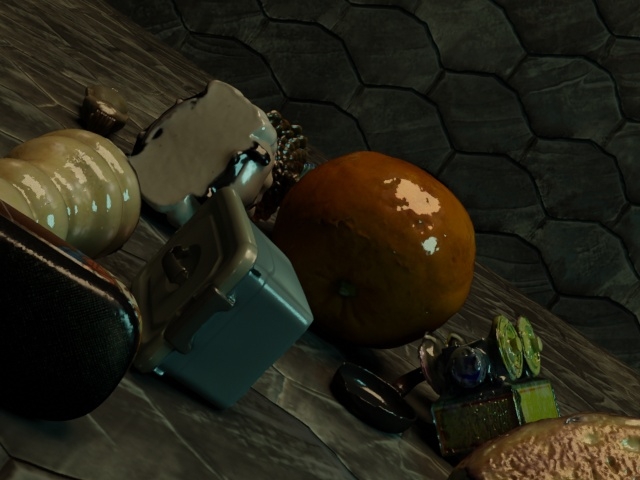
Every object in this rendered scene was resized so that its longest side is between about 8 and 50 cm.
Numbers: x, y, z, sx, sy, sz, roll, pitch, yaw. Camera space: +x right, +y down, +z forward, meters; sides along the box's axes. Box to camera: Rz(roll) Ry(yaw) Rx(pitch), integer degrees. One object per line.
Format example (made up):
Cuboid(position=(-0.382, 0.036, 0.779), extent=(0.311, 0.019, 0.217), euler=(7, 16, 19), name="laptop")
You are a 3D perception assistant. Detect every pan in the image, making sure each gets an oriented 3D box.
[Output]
Cuboid(position=(0.086, 0.191, 1.345), extent=(0.115, 0.040, 0.212), euler=(38, 18, 20), name="pan")

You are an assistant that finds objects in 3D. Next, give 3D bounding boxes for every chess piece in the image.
Cuboid(position=(-0.275, -0.026, 0.985), extent=(0.143, 0.143, 0.261), euler=(36, 15, 3), name="chess piece")

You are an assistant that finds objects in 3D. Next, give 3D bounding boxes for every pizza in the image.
Cuboid(position=(0.297, 0.273, 1.214), extent=(0.305, 0.085, 0.161), euler=(-3, 47, -2), name="pizza")

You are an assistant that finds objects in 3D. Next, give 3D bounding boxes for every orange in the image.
Cuboid(position=(0.075, 0.012, 1.459), extent=(0.284, 0.284, 0.226), euler=(35, 46, 0), name="orange")

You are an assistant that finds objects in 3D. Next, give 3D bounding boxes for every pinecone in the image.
Cuboid(position=(-0.121, -0.117, 1.705), extent=(0.212, 0.185, 0.169), euler=(-7, -68, 54), name="pinecone")

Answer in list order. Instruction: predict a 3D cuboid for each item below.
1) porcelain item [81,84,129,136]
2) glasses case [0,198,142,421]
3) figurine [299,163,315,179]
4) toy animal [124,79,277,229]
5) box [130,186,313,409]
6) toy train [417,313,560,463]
Cuboid(position=(-0.344, -0.199, 1.694), extent=(0.084, 0.054, 0.213), euler=(29, 11, -16), name="porcelain item")
Cuboid(position=(-0.282, 0.017, 0.781), extent=(0.321, 0.122, 0.082), euler=(33, 11, -9), name="glasses case")
Cuboid(position=(0.002, -0.001, 1.763), extent=(0.164, 0.121, 0.262), euler=(42, 17, -42), name="figurine")
Cuboid(position=(-0.163, -0.104, 1.518), extent=(0.204, 0.208, 0.156), euler=(39, -14, 22), name="toy animal")
Cuboid(position=(-0.106, 0.054, 1.073), extent=(0.130, 0.162, 0.227), euler=(42, 8, -20), name="box")
Cuboid(position=(0.224, 0.194, 1.402), extent=(0.261, 0.134, 0.177), euler=(8, 67, -65), name="toy train")
